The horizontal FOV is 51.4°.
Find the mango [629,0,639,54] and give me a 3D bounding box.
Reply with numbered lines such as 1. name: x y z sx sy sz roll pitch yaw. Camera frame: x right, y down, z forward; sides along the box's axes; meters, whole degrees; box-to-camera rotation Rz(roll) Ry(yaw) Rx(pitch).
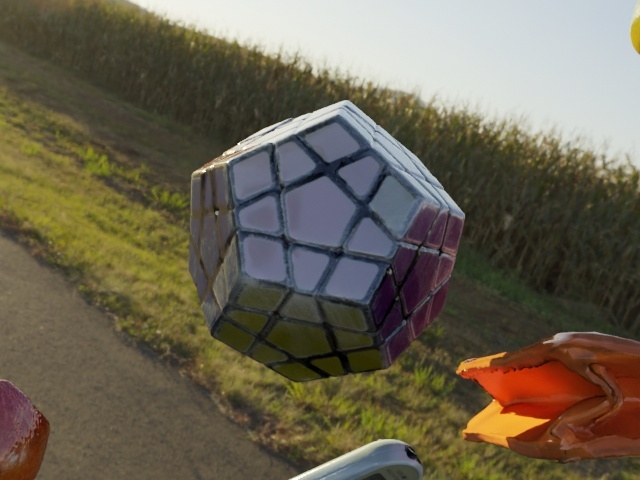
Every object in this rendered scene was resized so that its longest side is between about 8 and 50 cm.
1. mango: 0.599 -0.406 1.089 0.114 0.156 0.251 19 -31 3

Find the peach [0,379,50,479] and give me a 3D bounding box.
1. peach: -0.613 0.364 1.068 0.242 0.306 0.380 -2 16 30

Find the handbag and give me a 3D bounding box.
1. handbag: 0.333 0.181 0.739 0.304 0.116 0.410 3 -13 -1

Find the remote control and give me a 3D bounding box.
1. remote control: 0.003 0.296 0.772 0.087 0.244 0.047 56 12 -38

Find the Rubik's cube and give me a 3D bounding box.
1. Rubik's cube: 0.000 0.000 0.752 0.264 0.319 0.319 -2 20 -27
